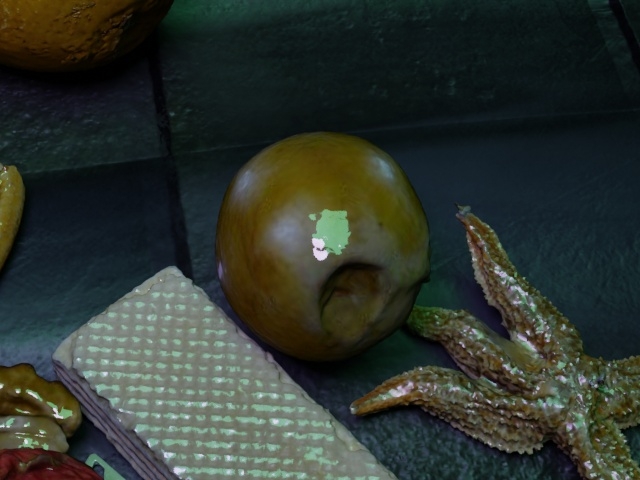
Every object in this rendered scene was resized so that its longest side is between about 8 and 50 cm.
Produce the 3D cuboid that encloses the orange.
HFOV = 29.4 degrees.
[{"bbox_3d":[-0.257,-0.287,1.119,0.274,0.274,0.274,3,56,-4],"label":"orange"}]

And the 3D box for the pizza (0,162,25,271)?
[{"bbox_3d":[-0.365,-0.013,1.044,0.199,0.062,0.188,14,54,4],"label":"pizza"}]

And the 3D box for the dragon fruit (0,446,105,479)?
[{"bbox_3d":[-0.187,0.237,0.800,0.205,0.152,0.317,-32,79,-24],"label":"dragon fruit"}]

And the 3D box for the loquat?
[{"bbox_3d":[0.000,0.000,0.988,0.179,0.179,0.227,-6,23,-10],"label":"loquat"}]

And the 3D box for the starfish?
[{"bbox_3d":[0.182,0.096,1.017,0.293,0.084,0.301,29,62,11],"label":"starfish"}]

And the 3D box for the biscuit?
[{"bbox_3d":[-0.022,0.196,0.930,0.144,0.078,0.426,-36,67,-27],"label":"biscuit"}]

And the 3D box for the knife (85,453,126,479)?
[{"bbox_3d":[-0.112,0.236,0.932,0.207,0.014,0.030,40,63,20],"label":"knife"}]

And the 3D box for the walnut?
[{"bbox_3d":[-0.272,0.158,0.934,0.170,0.069,0.143,10,60,-5],"label":"walnut"}]
